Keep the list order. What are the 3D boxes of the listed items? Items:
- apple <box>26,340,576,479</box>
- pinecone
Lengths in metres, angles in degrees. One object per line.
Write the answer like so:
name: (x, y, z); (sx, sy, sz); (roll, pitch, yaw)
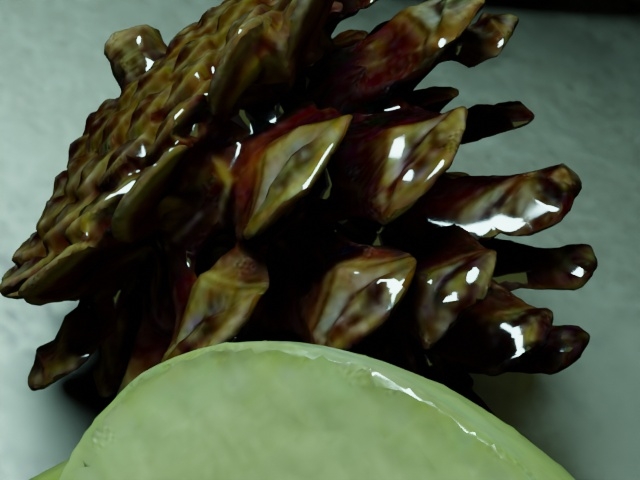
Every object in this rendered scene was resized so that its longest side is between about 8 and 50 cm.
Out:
apple: (-0.037, 0.181, 0.493); (0.295, 0.233, 0.258); (-32, 89, -11)
pinecone: (0.000, 0.000, 0.650); (0.207, 0.208, 0.208); (6, 57, -10)
